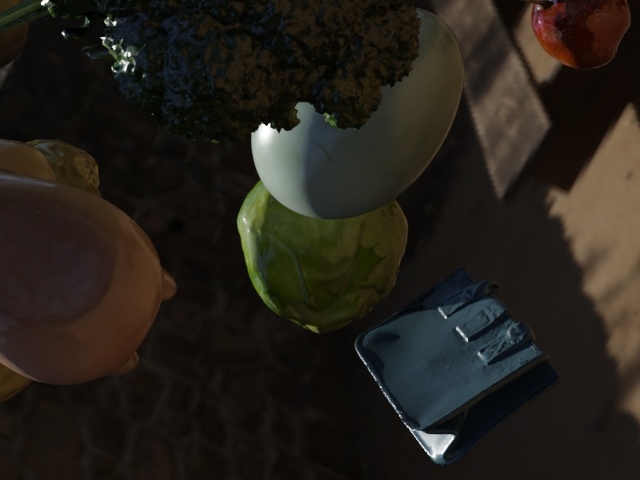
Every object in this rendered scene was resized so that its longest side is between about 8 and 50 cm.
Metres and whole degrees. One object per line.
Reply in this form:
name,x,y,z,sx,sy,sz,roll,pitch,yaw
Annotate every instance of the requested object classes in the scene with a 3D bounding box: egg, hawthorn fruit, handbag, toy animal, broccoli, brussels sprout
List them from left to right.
toy animal,-0.235,0.010,1.067,0.166,0.250,0.154,-62,-17,-6
broccoli,-0.083,-0.210,1.042,0.304,0.321,0.283,-21,-1,-26
brussels sprout,0.000,0.000,1.766,0.161,0.223,0.223,5,70,62
egg,0.040,-0.132,1.498,0.264,0.183,0.183,-43,22,31
handbag,0.147,0.127,1.568,0.179,0.062,0.229,-34,29,-3
hawthorn fruit,0.320,-0.280,1.804,0.125,0.140,0.125,-15,52,20

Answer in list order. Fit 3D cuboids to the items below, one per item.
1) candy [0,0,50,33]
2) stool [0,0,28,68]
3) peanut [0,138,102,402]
candy,-0.279,-0.209,1.346,0.336,0.092,0.093,-26,-9,-15
stool,-0.477,-0.230,1.615,0.264,0.179,0.179,-40,-11,-50
peanut,-0.303,0.027,1.450,0.305,0.147,0.147,-63,10,-30
